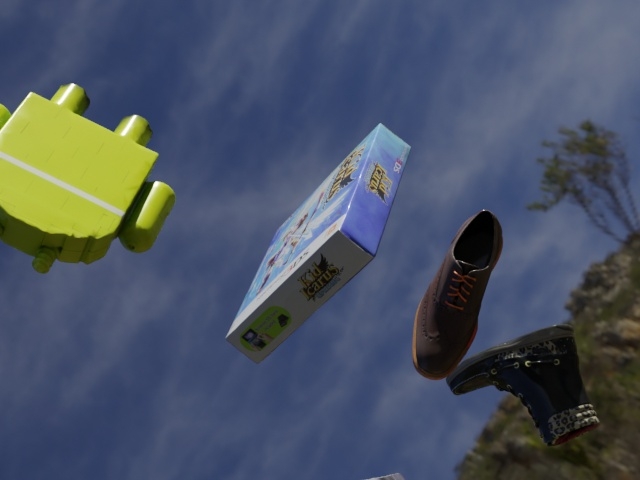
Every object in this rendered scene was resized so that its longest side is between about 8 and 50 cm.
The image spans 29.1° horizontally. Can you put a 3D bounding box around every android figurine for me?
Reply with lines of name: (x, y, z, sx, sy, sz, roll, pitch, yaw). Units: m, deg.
android figurine: (-0.288, -0.069, 1.376, 0.056, 0.248, 0.272, -59, 9, 41)

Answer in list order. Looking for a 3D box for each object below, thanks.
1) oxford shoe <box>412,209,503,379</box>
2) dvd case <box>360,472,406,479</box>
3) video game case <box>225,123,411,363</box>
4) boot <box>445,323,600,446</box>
oxford shoe: (0.202, 0.076, 1.857, 0.098, 0.097, 0.271, 77, -149, -69)
dvd case: (0.073, 0.233, 0.843, 0.018, 0.164, 0.221, -39, -17, 9)
video game case: (0.000, 0.000, 1.613, 0.061, 0.244, 0.269, 39, -146, -12)
boot: (0.330, 0.256, 2.019, 0.085, 0.236, 0.178, 21, -132, -57)
